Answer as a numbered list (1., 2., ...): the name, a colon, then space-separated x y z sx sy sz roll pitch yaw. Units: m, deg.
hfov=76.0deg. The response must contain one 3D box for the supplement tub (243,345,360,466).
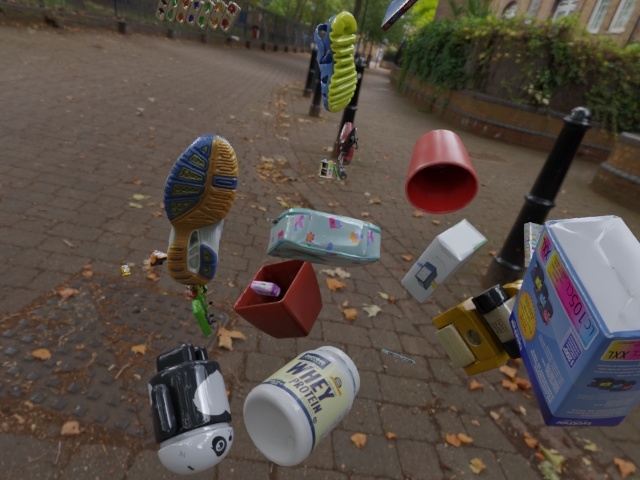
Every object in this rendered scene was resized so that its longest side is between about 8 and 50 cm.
1. supplement tub: -0.045 0.480 1.240 0.235 0.235 0.325 26 27 27

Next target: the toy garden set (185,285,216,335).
1. toy garden set: -0.342 0.109 1.150 0.049 0.204 0.244 -16 43 -9

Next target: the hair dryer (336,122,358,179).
1. hair dryer: 0.129 -0.415 1.759 0.080 0.224 0.293 12 39 -15

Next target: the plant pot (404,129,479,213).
1. plant pot: 0.462 -0.279 1.597 0.275 0.275 0.243 11 52 -4

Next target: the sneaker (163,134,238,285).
1. sneaker: -0.220 -0.064 0.734 0.112 0.296 0.131 12 33 -18

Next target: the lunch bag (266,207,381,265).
1. lunch bag: 0.000 0.000 1.076 0.279 0.108 0.224 11 -12 -18

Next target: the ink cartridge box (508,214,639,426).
1. ink cartridge box: 0.513 0.188 0.820 0.151 0.395 0.270 -4 43 7

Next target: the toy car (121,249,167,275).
1. toy car: -0.492 0.056 1.142 0.122 0.060 0.040 -17 75 -37

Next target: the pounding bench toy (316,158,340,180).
1. pounding bench toy: 0.034 -0.251 1.460 0.083 0.065 0.052 8 5 -16

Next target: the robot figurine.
1. robot figurine: -0.300 0.386 0.954 0.209 0.173 0.278 2 57 -38

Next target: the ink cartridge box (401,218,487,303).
1. ink cartridge box: 0.342 0.060 1.151 0.154 0.212 0.093 -26 66 -39

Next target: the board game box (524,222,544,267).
1. board game box: 0.758 0.023 1.420 0.103 0.154 0.026 10 -14 -17

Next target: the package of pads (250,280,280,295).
1. package of pads: -0.174 0.153 1.299 0.083 0.032 0.050 3 -26 29

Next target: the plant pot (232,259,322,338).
1. plant pot: -0.144 0.256 1.683 0.267 0.236 0.267 -14 29 35

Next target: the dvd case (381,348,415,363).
1. dvd case: 0.315 0.471 1.666 0.119 0.013 0.087 23 -10 -3

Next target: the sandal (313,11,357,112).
1. sandal: 0.044 -0.596 1.384 0.126 0.317 0.138 -24 42 -35

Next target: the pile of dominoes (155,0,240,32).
1. pile of dominoes: -0.266 -0.557 0.862 0.251 0.196 0.040 22 23 22

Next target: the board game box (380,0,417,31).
1. board game box: 0.327 -0.870 1.430 0.027 0.281 0.145 30 62 -24

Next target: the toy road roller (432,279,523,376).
1. toy road roller: 0.537 0.251 1.255 0.240 0.329 0.202 -20 71 -35
